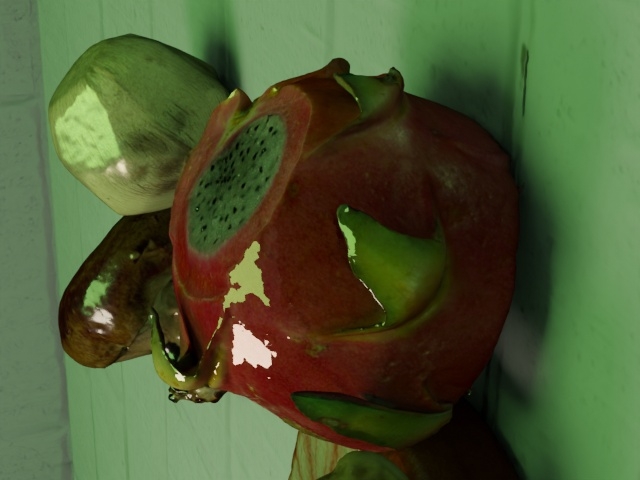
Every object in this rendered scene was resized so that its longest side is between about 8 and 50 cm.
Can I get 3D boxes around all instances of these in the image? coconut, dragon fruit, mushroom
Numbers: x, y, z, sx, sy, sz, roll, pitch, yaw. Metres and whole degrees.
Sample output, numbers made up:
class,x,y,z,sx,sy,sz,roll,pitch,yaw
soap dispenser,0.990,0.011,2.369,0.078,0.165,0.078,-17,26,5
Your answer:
class,x,y,z,sx,sy,sz,roll,pitch,yaw
coconut,-0.201,-0.134,1.517,0.224,0.224,0.224,171,90,-70
dragon fruit,0.000,0.000,0.931,0.290,0.189,0.291,-32,49,46
mushroom,-0.223,0.070,1.687,0.254,0.267,0.267,53,174,-27

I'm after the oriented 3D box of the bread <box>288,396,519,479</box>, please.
class,x,y,z,sx,sy,sz,roll,pitch,yaw
bread,0.071,0.266,1.048,0.327,0.114,0.295,-131,40,-57

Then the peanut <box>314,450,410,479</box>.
class,x,y,z,sx,sy,sz,roll,pitch,yaw
peanut,0.010,0.264,0.894,0.122,0.137,0.253,-42,-46,-68
